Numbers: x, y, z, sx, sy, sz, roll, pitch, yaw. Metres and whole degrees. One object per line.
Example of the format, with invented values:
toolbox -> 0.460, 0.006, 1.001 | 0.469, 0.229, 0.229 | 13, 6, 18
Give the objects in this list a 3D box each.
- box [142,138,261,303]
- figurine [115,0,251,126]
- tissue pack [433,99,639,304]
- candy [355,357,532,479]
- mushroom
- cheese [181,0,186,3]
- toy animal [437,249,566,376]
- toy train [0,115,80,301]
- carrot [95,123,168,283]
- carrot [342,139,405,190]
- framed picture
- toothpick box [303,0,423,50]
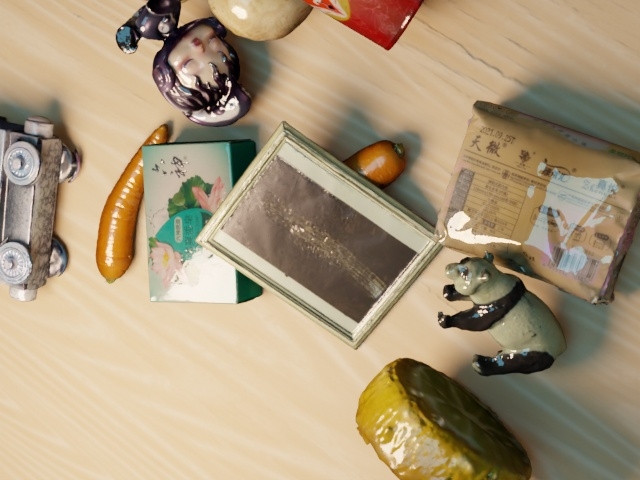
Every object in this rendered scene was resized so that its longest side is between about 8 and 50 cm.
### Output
box -> -0.179, -0.028, 1.848 | 0.153, 0.092, 0.244 | -1, 96, 23
figurine -> -0.196, -0.256, 1.789 | 0.145, 0.145, 0.222 | -33, 108, 23
tissue pack -> 0.294, -0.048, 1.630 | 0.257, 0.123, 0.215 | 21, 102, 18
candy -> 0.165, 0.269, 1.648 | 0.260, 0.260, 0.118 | 42, 103, 14
mushroom -> -0.086, -0.366, 1.751 | 0.166, 0.127, 0.166 | 3, 78, -14
cheese -> -0.220, -0.582, 1.799 | 0.384, 0.104, 0.383 | 3, 98, 22
toy animal -> 0.237, 0.100, 1.632 | 0.121, 0.093, 0.225 | -28, 116, 30
toy train -> -0.508, -0.060, 1.964 | 0.202, 0.131, 0.299 | 13, 100, 23
carrot -> -0.304, -0.061, 1.919 | 0.066, 0.062, 0.271 | 27, 104, 52
carrot -> 0.030, -0.077, 1.770 | 0.225, 0.067, 0.067 | -28, 84, 23
framed picture -> 0.000, 0.000, 1.751 | 0.293, 0.018, 0.231 | 34, 110, -9
toothpick box -> -0.003, -0.420, 1.612 | 0.333, 0.204, 0.204 | 29, 107, -7
